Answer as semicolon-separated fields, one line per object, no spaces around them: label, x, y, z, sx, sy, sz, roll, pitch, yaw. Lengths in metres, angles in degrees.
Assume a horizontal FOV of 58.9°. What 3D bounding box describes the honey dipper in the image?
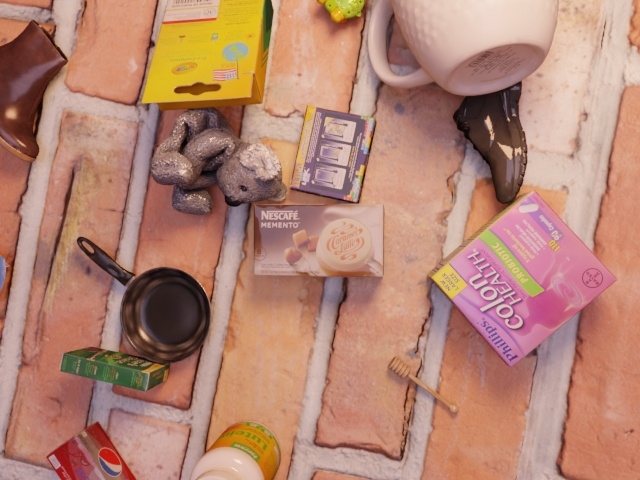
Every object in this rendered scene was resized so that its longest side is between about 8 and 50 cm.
honey dipper;0.204;0.288;1.115;0.161;0.030;0.030;38;94;2

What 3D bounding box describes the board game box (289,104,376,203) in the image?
board game box;0.025;-0.169;1.127;0.141;0.048;0.170;13;92;9

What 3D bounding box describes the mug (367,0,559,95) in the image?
mug;0.224;-0.416;0.990;0.374;0.276;0.328;-24;71;46

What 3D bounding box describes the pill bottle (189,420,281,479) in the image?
pill bottle;-0.160;0.436;1.048;0.136;0.246;0.136;0;90;7

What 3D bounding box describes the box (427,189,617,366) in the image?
box;0.361;0.067;1.049;0.243;0.117;0.213;-41;85;6

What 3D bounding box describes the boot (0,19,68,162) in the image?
boot;-0.611;-0.312;1.185;0.207;0.090;0.248;-36;82;8

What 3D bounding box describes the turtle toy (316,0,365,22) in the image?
turtle toy;0.037;-0.487;1.117;0.095;0.066;0.130;-40;85;6

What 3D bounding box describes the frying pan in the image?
frying pan;-0.375;0.132;1.175;0.326;0.053;0.197;18;92;9

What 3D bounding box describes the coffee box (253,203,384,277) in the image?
coffee box;0.000;0.000;1.103;0.246;0.098;0.141;1;90;7

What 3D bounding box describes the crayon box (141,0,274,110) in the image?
crayon box;-0.204;-0.354;1.068;0.202;0.081;0.318;-1;58;7

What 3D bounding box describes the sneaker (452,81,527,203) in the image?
sneaker;0.320;-0.208;1.073;0.130;0.109;0.286;-5;80;13

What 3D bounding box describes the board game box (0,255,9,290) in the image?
board game box;-0.743;0.062;1.232;0.169;0.033;0.133;35;99;11

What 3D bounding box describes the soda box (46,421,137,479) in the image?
soda box;-0.435;0.512;1.159;0.083;0.092;0.263;-36;85;5

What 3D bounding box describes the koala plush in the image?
koala plush;-0.169;-0.144;1.085;0.221;0.196;0.203;18;72;10

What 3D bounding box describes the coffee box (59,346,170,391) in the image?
coffee box;-0.411;0.257;1.149;0.184;0.113;0.040;11;88;8
